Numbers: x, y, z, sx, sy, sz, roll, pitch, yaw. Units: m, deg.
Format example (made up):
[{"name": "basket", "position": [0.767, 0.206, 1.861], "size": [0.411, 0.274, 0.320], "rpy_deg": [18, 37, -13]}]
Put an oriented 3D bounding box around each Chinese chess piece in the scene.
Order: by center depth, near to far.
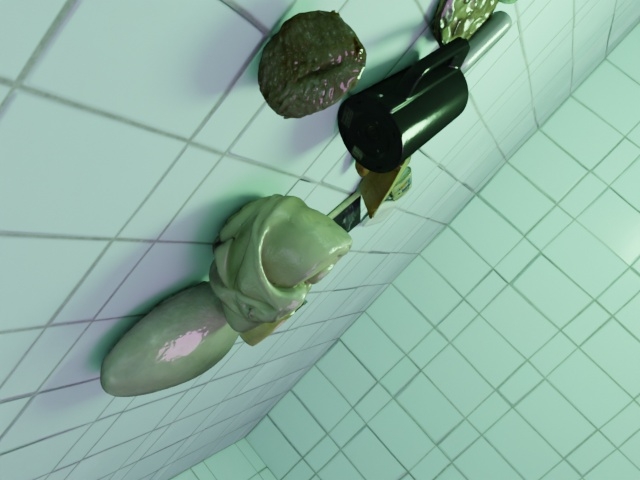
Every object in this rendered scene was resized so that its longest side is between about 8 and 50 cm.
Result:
[{"name": "Chinese chess piece", "position": [-0.172, 0.250, 1.977], "size": [0.251, 0.097, 0.251], "rpy_deg": [-41, -179, 1]}]

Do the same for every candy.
[{"name": "candy", "position": [-0.390, 0.289, 1.571], "size": [0.427, 0.186, 0.386], "rpy_deg": [-20, 155, -44]}]

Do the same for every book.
[{"name": "book", "position": [0.000, 0.000, 2.008], "size": [0.374, 0.028, 0.262], "rpy_deg": [-41, 164, -10]}]

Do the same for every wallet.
[{"name": "wallet", "position": [0.302, -0.206, 2.178], "size": [0.110, 0.039, 0.155], "rpy_deg": [-44, 162, -4]}, {"name": "wallet", "position": [0.231, -0.109, 2.258], "size": [0.183, 0.032, 0.124], "rpy_deg": [-19, 150, -57]}]

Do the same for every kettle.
[{"name": "kettle", "position": [0.214, -0.351, 1.442], "size": [0.308, 0.203, 0.262], "rpy_deg": [-37, 136, -30]}]

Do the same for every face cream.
[{"name": "face cream", "position": [0.398, -0.508, 1.612], "size": [0.291, 0.071, 0.144], "rpy_deg": [-44, -175, 6]}]

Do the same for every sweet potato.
[{"name": "sweet potato", "position": [0.131, -0.257, 1.665], "size": [0.206, 0.060, 0.068], "rpy_deg": [106, -3, -56]}]

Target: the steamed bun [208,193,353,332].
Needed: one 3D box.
[{"name": "steamed bun", "position": [-0.128, 0.027, 1.419], "size": [0.367, 0.255, 0.342], "rpy_deg": [-21, -154, 51]}]

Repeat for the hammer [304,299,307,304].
[{"name": "hammer", "position": [-0.105, 0.236, 2.290], "size": [0.158, 0.041, 0.226], "rpy_deg": [-33, 159, -31]}]

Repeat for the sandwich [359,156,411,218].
[{"name": "sandwich", "position": [0.200, -0.194, 1.895], "size": [0.094, 0.096, 0.258], "rpy_deg": [-31, 158, -53]}]

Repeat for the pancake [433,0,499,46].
[{"name": "pancake", "position": [0.382, -0.602, 1.435], "size": [0.294, 0.049, 0.294], "rpy_deg": [-41, 160, -18]}]

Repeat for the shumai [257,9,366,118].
[{"name": "shumai", "position": [-0.004, -0.316, 1.074], "size": [0.206, 0.166, 0.175], "rpy_deg": [-24, 179, 22]}]

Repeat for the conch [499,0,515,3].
[{"name": "conch", "position": [0.464, -0.623, 1.396], "size": [0.106, 0.079, 0.170], "rpy_deg": [-51, 179, 27]}]
